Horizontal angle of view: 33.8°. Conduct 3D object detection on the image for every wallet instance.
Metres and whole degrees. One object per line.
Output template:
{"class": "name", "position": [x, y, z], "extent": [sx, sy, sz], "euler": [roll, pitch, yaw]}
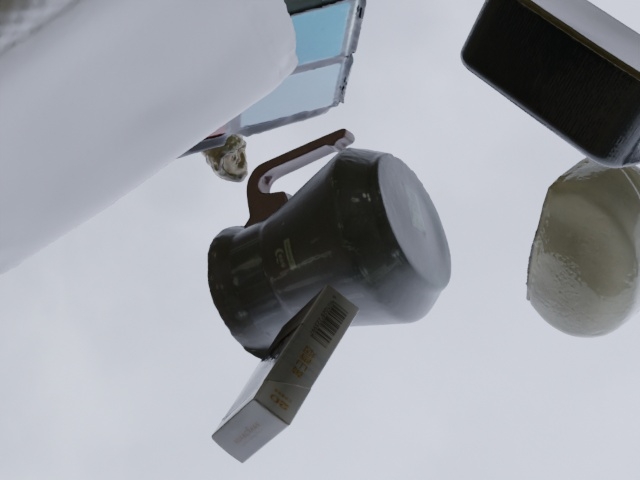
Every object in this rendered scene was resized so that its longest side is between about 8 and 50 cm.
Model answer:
{"class": "wallet", "position": [-0.100, -0.065, 0.446], "extent": [0.183, 0.124, 0.032], "euler": [-37, -126, -2]}

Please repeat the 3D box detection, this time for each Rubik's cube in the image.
{"class": "Rubik's cube", "position": [-0.084, -0.171, 0.719], "extent": [0.180, 0.183, 0.167], "euler": [-18, -103, -7]}

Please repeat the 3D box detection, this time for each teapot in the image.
{"class": "teapot", "position": [0.000, 0.000, 1.781], "extent": [0.361, 0.305, 0.376], "euler": [-23, -120, 24]}

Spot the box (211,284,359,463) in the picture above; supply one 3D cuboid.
{"class": "box", "position": [-0.048, 0.184, 1.469], "extent": [0.149, 0.067, 0.233], "euler": [-50, -175, 48]}

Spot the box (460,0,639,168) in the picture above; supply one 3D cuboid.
{"class": "box", "position": [0.237, -0.153, 0.955], "extent": [0.201, 0.144, 0.090], "euler": [41, -59, 25]}

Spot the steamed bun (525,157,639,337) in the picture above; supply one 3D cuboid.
{"class": "steamed bun", "position": [0.388, 0.019, 1.435], "extent": [0.164, 0.242, 0.146], "euler": [33, -132, 31]}

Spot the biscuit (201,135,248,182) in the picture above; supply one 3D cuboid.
{"class": "biscuit", "position": [-0.138, -0.151, 1.197], "extent": [0.055, 0.061, 0.219], "euler": [-35, -128, 2]}
